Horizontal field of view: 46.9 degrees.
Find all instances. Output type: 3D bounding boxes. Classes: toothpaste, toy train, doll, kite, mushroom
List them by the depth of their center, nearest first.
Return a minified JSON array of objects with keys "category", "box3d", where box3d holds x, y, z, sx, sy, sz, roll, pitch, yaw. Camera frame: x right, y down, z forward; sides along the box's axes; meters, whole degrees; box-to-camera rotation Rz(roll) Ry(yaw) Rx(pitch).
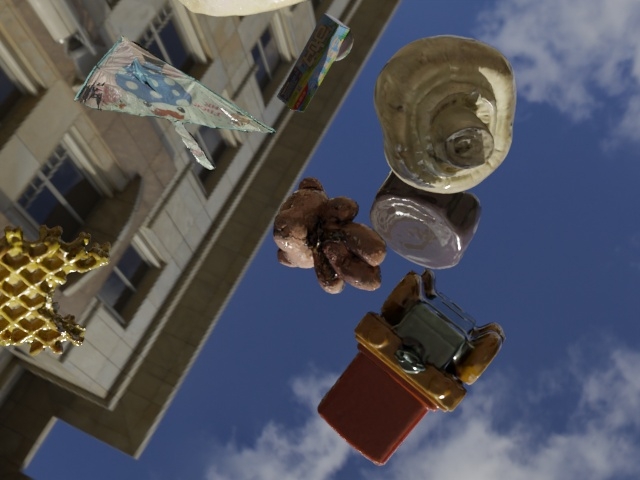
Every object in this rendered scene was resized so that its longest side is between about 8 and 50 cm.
[{"category":"toy train","box3d":[0.127,0.172,1.034,0.163,0.369,0.231,41,-81,12]},{"category":"kite","box3d":[-0.223,-0.191,1.071,0.336,0.314,0.011,12,-114,18]},{"category":"mushroom","box3d":[0.209,-0.189,1.165,0.254,0.260,0.234,-56,-150,17]},{"category":"doll","box3d":[0.000,0.000,1.415,0.156,0.201,0.303,3,-164,-33]},{"category":"toothpaste","box3d":[-0.008,-0.344,1.461,0.070,0.044,0.193,44,-65,27]}]

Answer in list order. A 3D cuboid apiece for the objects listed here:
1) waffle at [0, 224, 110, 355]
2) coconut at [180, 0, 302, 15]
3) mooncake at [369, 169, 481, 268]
[{"category":"waffle","box3d":[-0.538,0.098,1.358,0.260,0.292,0.069,7,-148,-25]},{"category":"coconut","box3d":[-0.065,-0.445,0.834,0.415,0.415,0.344,-33,-126,-9]},{"category":"mooncake","box3d":[0.225,-0.054,1.586,0.245,0.245,0.133,23,-115,22]}]
